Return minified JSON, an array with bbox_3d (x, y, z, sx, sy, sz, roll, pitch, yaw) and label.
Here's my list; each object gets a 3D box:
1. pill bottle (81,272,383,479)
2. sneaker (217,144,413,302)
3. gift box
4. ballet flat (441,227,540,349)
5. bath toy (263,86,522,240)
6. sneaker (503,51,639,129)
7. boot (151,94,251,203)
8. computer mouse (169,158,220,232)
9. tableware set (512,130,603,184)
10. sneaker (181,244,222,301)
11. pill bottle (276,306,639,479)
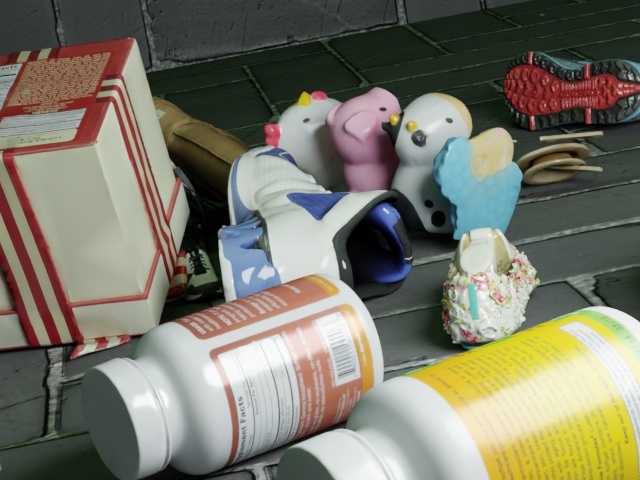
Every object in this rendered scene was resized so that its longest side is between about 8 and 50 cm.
[{"bbox_3d":[-0.069,0.109,1.450,0.216,0.121,0.121,-18,16,-29],"label":"pill bottle"},{"bbox_3d":[0.000,0.000,1.881,0.182,0.127,0.315,-6,21,3],"label":"sneaker"},{"bbox_3d":[-0.287,-0.020,1.880,0.255,0.258,0.276,-4,34,15],"label":"gift box"},{"bbox_3d":[0.153,0.030,1.707,0.091,0.077,0.241,-9,13,6],"label":"ballet flat"},{"bbox_3d":[0.064,-0.098,2.044,0.129,0.151,0.348,10,6,-39],"label":"bath toy"},{"bbox_3d":[0.356,-0.190,2.475,0.125,0.104,0.262,1,8,-40],"label":"sneaker"},{"bbox_3d":[-0.086,-0.064,2.214,0.236,0.089,0.269,26,3,-45],"label":"boot"},{"bbox_3d":[-0.171,-0.043,2.225,0.042,0.106,0.193,-45,1,-11],"label":"computer mouse"},{"bbox_3d":[0.216,-0.075,2.126,0.194,0.039,0.128,-6,-17,-16],"label":"tableware set"},{"bbox_3d":[-0.130,0.034,1.965,0.040,0.043,0.109,-11,15,-14],"label":"sneaker"},{"bbox_3d":[0.101,0.138,1.176,0.246,0.136,0.136,-17,15,-28],"label":"pill bottle"}]
